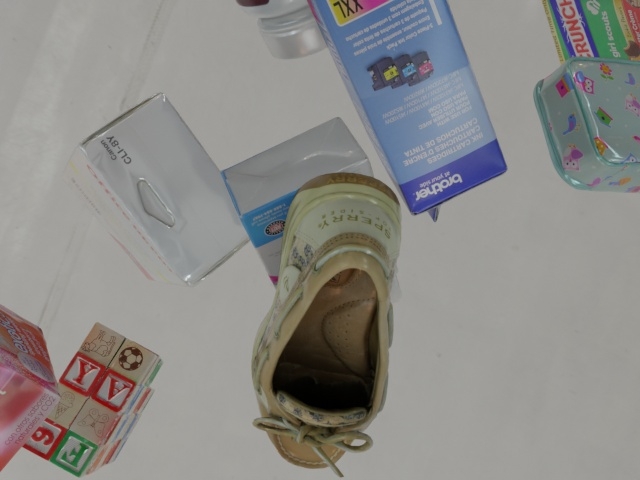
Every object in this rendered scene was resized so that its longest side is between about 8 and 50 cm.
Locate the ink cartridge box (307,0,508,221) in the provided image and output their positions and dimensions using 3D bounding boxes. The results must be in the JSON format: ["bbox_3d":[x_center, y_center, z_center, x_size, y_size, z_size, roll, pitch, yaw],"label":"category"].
[{"bbox_3d":[0.115,-0.220,0.926,0.151,0.270,0.395,-26,115,7],"label":"ink cartridge box"}]

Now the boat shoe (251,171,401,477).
[{"bbox_3d":[-0.001,0.089,0.482,0.105,0.089,0.285,3,129,-1],"label":"boat shoe"}]

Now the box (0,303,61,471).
[{"bbox_3d":[-0.367,0.176,0.524,0.142,0.154,0.300,43,83,-30],"label":"box"}]

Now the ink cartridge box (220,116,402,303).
[{"bbox_3d":[0.000,0.000,0.558,0.104,0.061,0.181,-25,138,-4],"label":"ink cartridge box"}]

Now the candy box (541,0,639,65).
[{"bbox_3d":[0.583,-0.434,1.263,0.122,0.317,0.268,-35,115,-11],"label":"candy box"}]

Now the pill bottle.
[{"bbox_3d":[-0.082,-0.541,1.177,0.224,0.224,0.392,-28,127,-2],"label":"pill bottle"}]

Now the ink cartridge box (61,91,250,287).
[{"bbox_3d":[-0.296,-0.073,1.180,0.160,0.385,0.279,-41,105,-19],"label":"ink cartridge box"}]

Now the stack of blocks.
[{"bbox_3d":[-0.307,0.229,0.954,0.087,0.297,0.171,29,73,-1],"label":"stack of blocks"}]

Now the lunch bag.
[{"bbox_3d":[0.495,-0.195,1.099,0.279,0.108,0.223,-2,68,-27],"label":"lunch bag"}]
